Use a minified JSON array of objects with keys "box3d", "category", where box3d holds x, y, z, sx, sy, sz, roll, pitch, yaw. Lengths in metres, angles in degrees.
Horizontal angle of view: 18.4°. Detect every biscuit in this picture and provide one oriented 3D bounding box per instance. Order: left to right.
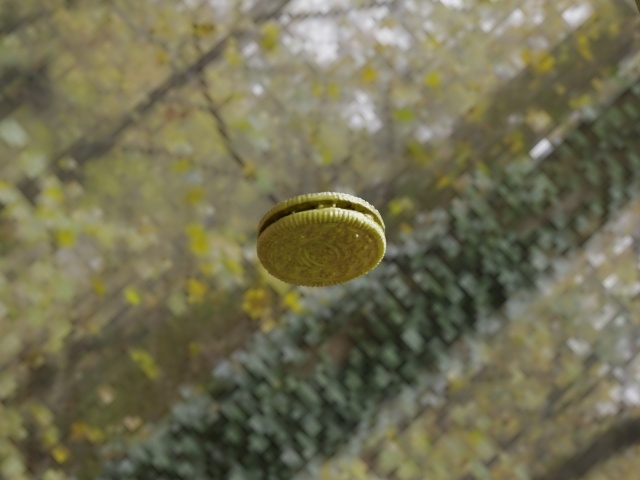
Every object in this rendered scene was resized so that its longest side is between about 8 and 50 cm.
[{"box3d":[0.000,0.000,1.253,0.084,0.084,0.023,68,14,-56],"category":"biscuit"}]

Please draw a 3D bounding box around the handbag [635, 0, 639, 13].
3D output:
[{"box3d":[0.248,-0.143,0.793,0.241,0.222,0.263,103,-33,-73],"category":"handbag"}]
